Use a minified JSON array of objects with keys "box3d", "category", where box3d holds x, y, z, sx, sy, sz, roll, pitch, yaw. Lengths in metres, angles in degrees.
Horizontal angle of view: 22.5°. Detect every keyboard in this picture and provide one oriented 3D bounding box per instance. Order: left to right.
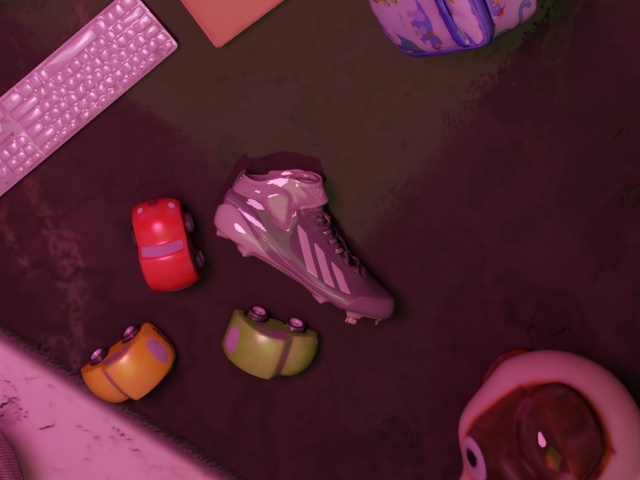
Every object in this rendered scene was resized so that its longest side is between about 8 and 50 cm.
[{"box3d":[-0.255,-0.134,1.551,0.256,0.014,0.072,-38,107,11],"category":"keyboard"}]

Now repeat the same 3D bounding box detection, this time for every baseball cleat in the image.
[{"box3d":[0.000,0.000,1.580,0.205,0.072,0.109,28,107,-12],"category":"baseball cleat"}]

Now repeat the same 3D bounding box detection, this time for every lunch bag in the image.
[{"box3d":[0.092,-0.273,1.424,0.090,0.176,0.219,-34,111,-24],"category":"lunch bag"}]

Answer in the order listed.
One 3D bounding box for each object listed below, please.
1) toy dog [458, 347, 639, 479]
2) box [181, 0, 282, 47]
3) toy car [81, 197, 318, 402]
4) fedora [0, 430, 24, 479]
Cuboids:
[{"box3d":[0.319,0.267,1.585,0.408,0.284,0.395,29,106,-10],"category":"toy dog"},{"box3d":[-0.090,-0.306,1.491,0.164,0.021,0.201,-34,107,10],"category":"box"},{"box3d":[-0.108,0.090,1.610,0.225,0.053,0.239,16,115,-11],"category":"toy car"},{"box3d":[-0.428,0.266,1.632,0.243,0.124,0.275,34,97,-16],"category":"fedora"}]
